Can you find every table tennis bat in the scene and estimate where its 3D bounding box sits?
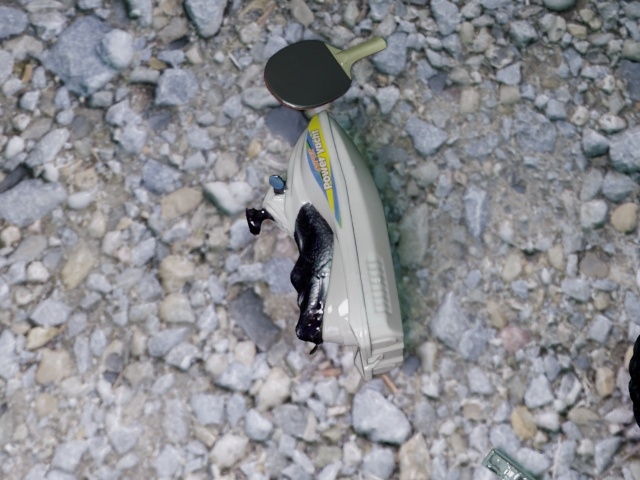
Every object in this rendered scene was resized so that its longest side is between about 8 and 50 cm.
[{"bbox_3d":[0.008,-0.201,1.200,0.156,0.013,0.087,-25,69,-21],"label":"table tennis bat"}]

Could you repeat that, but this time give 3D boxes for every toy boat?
[{"bbox_3d":[0.007,0.003,1.031,0.140,0.141,0.270,-16,65,-18],"label":"toy boat"}]

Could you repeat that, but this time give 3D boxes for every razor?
[{"bbox_3d":[0.138,0.294,0.953,0.084,0.036,0.211,36,62,11],"label":"razor"}]

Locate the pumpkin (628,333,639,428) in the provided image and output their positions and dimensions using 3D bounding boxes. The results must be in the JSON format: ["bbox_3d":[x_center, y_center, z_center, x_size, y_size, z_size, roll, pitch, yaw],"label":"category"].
[{"bbox_3d":[0.394,0.144,1.014,0.194,0.150,0.194,5,63,-11],"label":"pumpkin"}]
